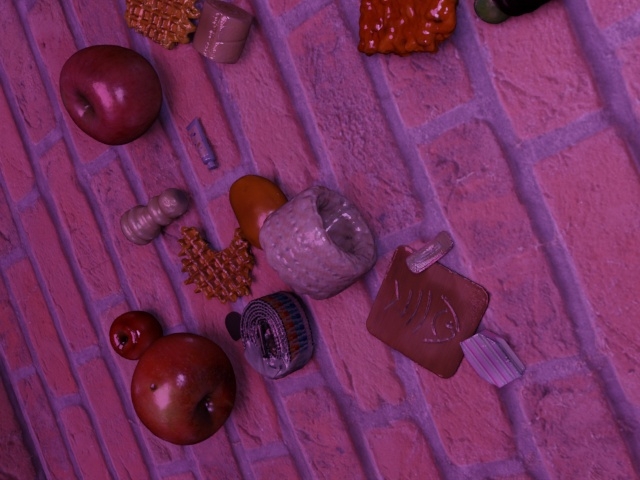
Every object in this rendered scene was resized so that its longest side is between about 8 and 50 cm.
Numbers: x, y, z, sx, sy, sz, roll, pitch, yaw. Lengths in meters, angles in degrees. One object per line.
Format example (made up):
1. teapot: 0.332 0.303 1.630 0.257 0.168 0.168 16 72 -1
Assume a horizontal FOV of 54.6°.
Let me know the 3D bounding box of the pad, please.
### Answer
1. pad: 0.277 0.191 1.649 0.284 0.018 0.286 30 115 25

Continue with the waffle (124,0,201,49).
1. waffle: -0.497 -0.735 1.934 0.307 0.060 0.311 -34 80 34

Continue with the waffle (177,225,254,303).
1. waffle: -0.330 0.076 1.996 0.293 0.069 0.259 6 106 30

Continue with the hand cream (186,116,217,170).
1. hand cream: -0.375 -0.301 1.955 0.065 0.043 0.170 -34 79 37

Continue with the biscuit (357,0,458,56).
1. biscuit: 0.204 -0.588 1.435 0.318 0.111 0.312 17 109 48

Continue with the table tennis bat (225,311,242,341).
1. table tennis bat: -0.263 0.306 2.030 0.087 0.013 0.156 -38 78 32

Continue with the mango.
1. mango: -0.172 -0.091 1.811 0.175 0.139 0.254 -40 72 29

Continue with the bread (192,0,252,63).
1. bread: -0.281 -0.597 1.777 0.148 0.134 0.141 46 126 30

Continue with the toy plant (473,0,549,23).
1. toy plant: 0.405 -0.580 1.322 0.235 0.175 0.218 21 120 56

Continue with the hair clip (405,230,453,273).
1. hair clip: 0.282 0.031 1.600 0.137 0.022 0.054 -41 67 20

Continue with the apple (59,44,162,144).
1. apple: -0.657 -0.471 1.985 0.345 0.269 0.344 22 132 27

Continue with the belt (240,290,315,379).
1. belt: -0.134 0.289 1.861 0.207 0.150 0.257 -7 95 43

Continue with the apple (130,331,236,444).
1. apple: -0.438 0.470 1.990 0.277 0.348 0.348 13 107 36

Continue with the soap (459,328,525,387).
1. soap: 0.423 0.289 1.544 0.100 0.056 0.149 -41 83 28

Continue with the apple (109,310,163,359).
1. apple: -0.649 0.334 2.195 0.181 0.168 0.180 4 98 31

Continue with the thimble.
1. thimble: 0.000 0.000 1.638 0.195 0.291 0.291 -35 81 29

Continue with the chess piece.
1. chess piece: -0.543 -0.090 2.067 0.243 0.133 0.133 -29 84 30
